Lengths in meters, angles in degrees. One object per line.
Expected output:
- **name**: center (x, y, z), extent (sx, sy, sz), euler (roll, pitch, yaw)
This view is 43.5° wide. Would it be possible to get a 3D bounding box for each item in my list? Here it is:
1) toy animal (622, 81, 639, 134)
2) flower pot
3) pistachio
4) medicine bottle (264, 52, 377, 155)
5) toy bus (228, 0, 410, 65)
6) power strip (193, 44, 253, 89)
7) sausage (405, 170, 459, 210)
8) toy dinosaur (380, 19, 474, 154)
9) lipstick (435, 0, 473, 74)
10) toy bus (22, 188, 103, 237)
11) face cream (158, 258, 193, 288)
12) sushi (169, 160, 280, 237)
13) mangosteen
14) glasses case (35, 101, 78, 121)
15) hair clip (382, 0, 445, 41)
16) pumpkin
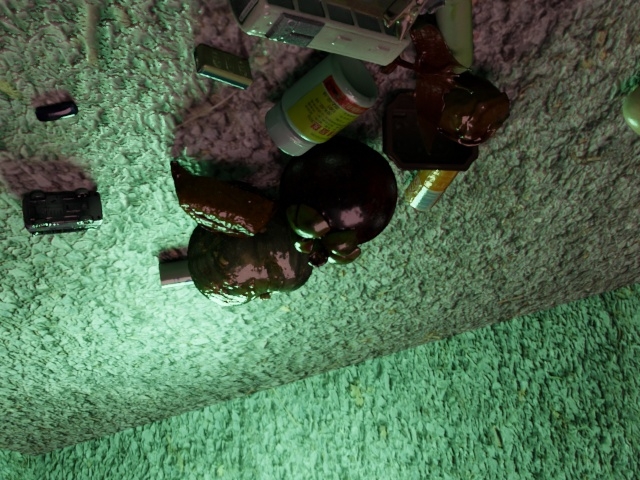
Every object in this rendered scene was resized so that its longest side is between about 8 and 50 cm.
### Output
- **toy animal**: center (0.863, -0.354, 1.943), extent (0.210, 0.229, 0.221), euler (-32, -153, -25)
- **flower pot**: center (0.246, -0.249, 1.885), extent (0.251, 0.178, 0.084), euler (-1, -179, -24)
- **pistachio**: center (0.326, -0.297, 1.807), extent (0.211, 0.165, 0.130), euler (-1, 173, -3)
- **medicine bottle**: center (0.000, -0.286, 1.688), extent (0.139, 0.139, 0.225), euler (14, 144, -44)
- **toy bus**: center (0.000, -0.409, 1.439), extent (0.343, 0.137, 0.097), euler (3, 152, -35)
- **power strip**: center (-0.192, -0.341, 1.576), extent (0.123, 0.056, 0.032), euler (11, 144, -40)
- **sausage**: center (0.317, -0.193, 2.093), extent (0.093, 0.092, 0.312), euler (-4, 153, -19)
- **toy dinosaur**: center (0.212, -0.335, 1.640), extent (0.207, 0.112, 0.327), euler (31, 157, 0)
- **lipstick**: center (0.262, -0.440, 1.579), extent (0.076, 0.076, 0.304), euler (-16, 154, 5)
- **toy bus**: center (-0.614, -0.061, 1.909), extent (0.179, 0.086, 0.098), euler (-5, 160, -21)
- **face cream**: center (-0.345, 0.086, 2.352), extent (0.250, 0.077, 0.077), euler (-10, 154, -8)
- **sushi**: center (-0.242, -0.094, 1.937), extent (0.287, 0.140, 0.149), euler (20, 155, -12)
- **mangosteen**: center (0.044, -0.096, 1.927), extent (0.301, 0.300, 0.300), euler (-11, 154, -5)
- **glasses case**: center (-0.533, -0.257, 1.618), extent (0.083, 0.023, 0.033), euler (-13, 156, -3)
- **hair clip**: center (0.205, -0.481, 1.388), extent (0.292, 0.106, 0.085), euler (-50, 157, 21)
- **pumpkin**: center (-0.185, 0.034, 2.111), extent (0.328, 0.257, 0.291), euler (-13, 172, -28)
